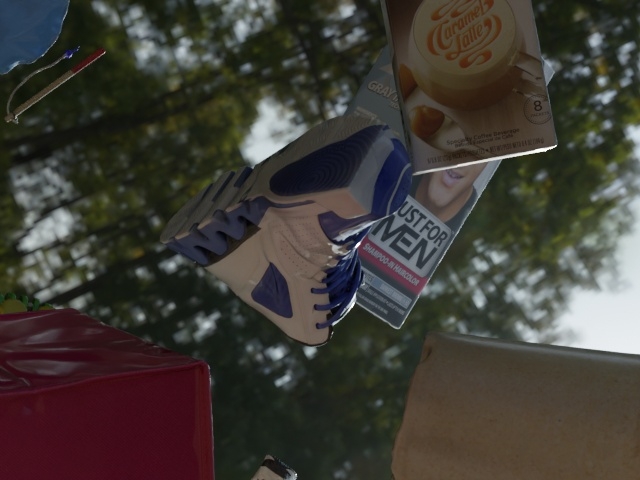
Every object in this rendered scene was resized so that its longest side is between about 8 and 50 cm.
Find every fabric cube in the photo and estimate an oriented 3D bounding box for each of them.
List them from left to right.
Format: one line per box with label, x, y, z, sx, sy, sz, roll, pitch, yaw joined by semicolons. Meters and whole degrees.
fabric cube;-0.242;0.199;1.051;0.258;0.259;0.254;14;-74;60

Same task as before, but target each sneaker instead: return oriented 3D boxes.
sneaker;-0.057;0.262;1.569;0.040;0.044;0.109;37;-29;6
sneaker;-0.001;0.000;1.450;0.182;0.127;0.315;47;-36;-20

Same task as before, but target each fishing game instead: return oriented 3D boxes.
fishing game;-0.371;-0.266;1.617;0.264;0.189;0.041;52;-12;-4

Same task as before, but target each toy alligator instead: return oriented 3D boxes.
toy alligator;-0.284;0.087;1.538;0.056;0.189;0.051;-52;-146;43

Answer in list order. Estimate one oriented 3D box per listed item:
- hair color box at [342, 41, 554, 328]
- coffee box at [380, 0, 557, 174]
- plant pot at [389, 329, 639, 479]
hair color box;0.111;-0.100;1.757;0.113;0.374;0.185;29;-3;35
coffee box;0.135;-0.197;1.432;0.098;0.141;0.247;-23;102;-88
plant pot;0.237;0.241;1.605;0.305;0.334;0.334;13;-49;8
